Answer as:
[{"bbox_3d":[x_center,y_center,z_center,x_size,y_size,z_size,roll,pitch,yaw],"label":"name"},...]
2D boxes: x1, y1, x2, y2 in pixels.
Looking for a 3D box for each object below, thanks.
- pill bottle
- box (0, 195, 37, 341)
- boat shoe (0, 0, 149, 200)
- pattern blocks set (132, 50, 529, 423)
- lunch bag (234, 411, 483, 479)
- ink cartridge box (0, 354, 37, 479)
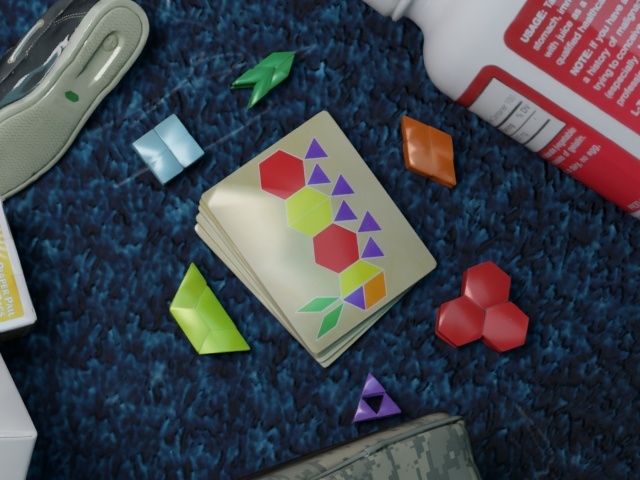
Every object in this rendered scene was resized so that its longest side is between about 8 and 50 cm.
[{"bbox_3d":[0.236,-0.170,1.319,0.408,0.229,0.229,33,80,-2],"label":"pill bottle"},{"bbox_3d":[-0.340,0.044,1.274,0.203,0.103,0.114,-14,84,-16],"label":"box"},{"bbox_3d":[-0.244,-0.121,1.344,0.233,0.084,0.079,-49,52,-3],"label":"boat shoe"},{"bbox_3d":[0.000,0.000,1.370,0.285,0.026,0.325,-27,86,-10],"label":"pattern blocks set"},{"bbox_3d":[0.002,0.293,1.190,0.305,0.212,0.256,-11,80,-53],"label":"lunch bag"},{"bbox_3d":[-0.298,0.195,1.180,0.100,0.172,0.237,5,114,-29],"label":"ink cartridge box"}]
